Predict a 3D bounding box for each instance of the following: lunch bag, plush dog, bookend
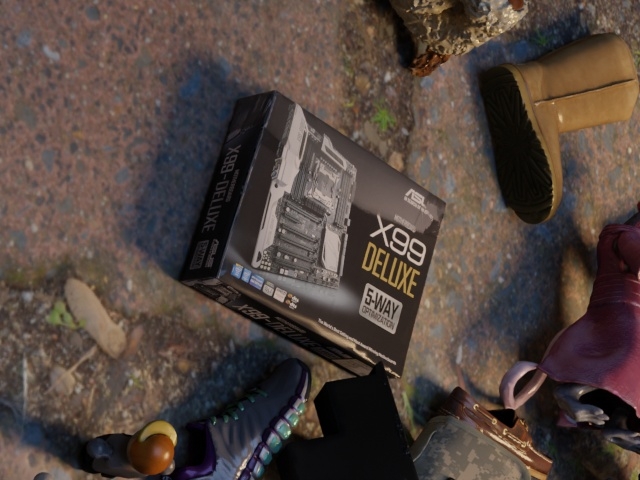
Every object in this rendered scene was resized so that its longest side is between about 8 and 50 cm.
[{"bbox_3d":[0.170,0.387,1.893,0.287,0.169,0.235,59,43,-19],"label":"lunch bag"},{"bbox_3d":[0.132,-0.347,1.959,0.225,0.210,0.262,46,29,-13],"label":"plush dog"},{"bbox_3d":[0.013,0.235,1.780,0.157,0.072,0.156,-8,65,-20],"label":"bookend"}]

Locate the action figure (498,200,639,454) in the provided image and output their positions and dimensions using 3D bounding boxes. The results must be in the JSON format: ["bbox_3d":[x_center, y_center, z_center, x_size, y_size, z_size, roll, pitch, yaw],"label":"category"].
[{"bbox_3d":[0.411,0.097,2.134,0.248,0.275,0.370,71,29,-66],"label":"action figure"}]

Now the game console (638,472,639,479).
[{"bbox_3d":[0.420,0.422,2.083,0.361,0.044,0.213,-44,141,-25],"label":"game console"}]

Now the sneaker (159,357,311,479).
[{"bbox_3d":[-0.091,0.206,1.746,0.098,0.083,0.224,42,56,-18],"label":"sneaker"}]

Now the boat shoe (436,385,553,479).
[{"bbox_3d":[0.237,0.254,2.026,0.207,0.073,0.073,29,86,-36],"label":"boat shoe"}]

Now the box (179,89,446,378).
[{"bbox_3d":[0.000,0.000,1.845,0.307,0.076,0.242,32,66,-35],"label":"box"}]

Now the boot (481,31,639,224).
[{"bbox_3d":[0.358,-0.163,2.174,0.269,0.089,0.236,-17,97,-43],"label":"boot"}]

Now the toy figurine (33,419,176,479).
[{"bbox_3d":[-0.205,0.308,1.570,0.213,0.148,0.209,-31,99,-37],"label":"toy figurine"}]

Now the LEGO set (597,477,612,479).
[{"bbox_3d":[0.383,0.386,2.137,0.227,0.093,0.087,-14,95,-41],"label":"LEGO set"}]
